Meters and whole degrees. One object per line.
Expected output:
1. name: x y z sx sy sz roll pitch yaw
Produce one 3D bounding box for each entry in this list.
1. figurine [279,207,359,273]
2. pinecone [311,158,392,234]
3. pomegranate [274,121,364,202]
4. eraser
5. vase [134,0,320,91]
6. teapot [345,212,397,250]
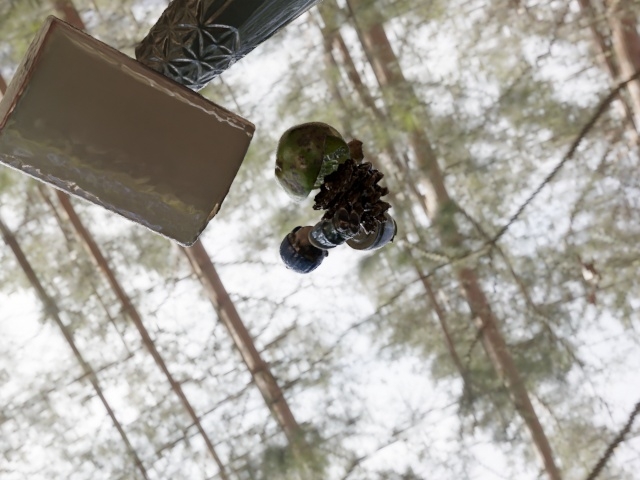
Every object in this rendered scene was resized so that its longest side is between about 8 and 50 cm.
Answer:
1. figurine: 0.000 0.000 1.643 0.086 0.087 0.149 13 152 -43
2. pinecone: 0.059 -0.069 1.726 0.140 0.121 0.140 -39 -157 20
3. pomegranate: -0.013 -0.150 1.777 0.169 0.122 0.143 -37 155 -33
4. eraser: -0.231 -0.121 1.186 0.174 0.270 0.095 -62 -151 4
5. vase: -0.117 -0.324 1.341 0.301 0.251 0.156 -38 155 25
6. teapot: 0.096 -0.039 1.893 0.092 0.124 0.091 -17 163 38
